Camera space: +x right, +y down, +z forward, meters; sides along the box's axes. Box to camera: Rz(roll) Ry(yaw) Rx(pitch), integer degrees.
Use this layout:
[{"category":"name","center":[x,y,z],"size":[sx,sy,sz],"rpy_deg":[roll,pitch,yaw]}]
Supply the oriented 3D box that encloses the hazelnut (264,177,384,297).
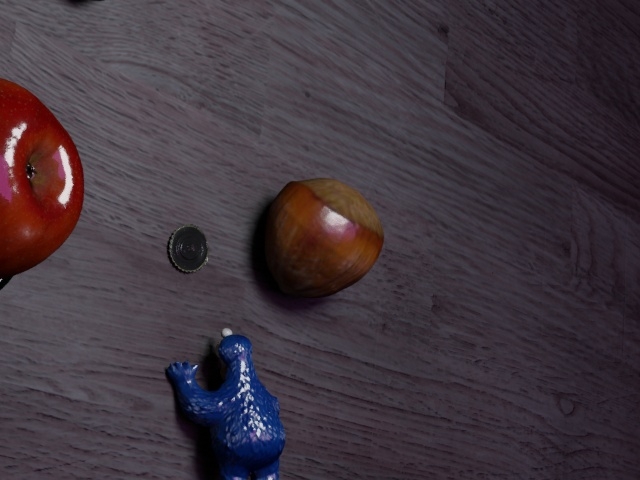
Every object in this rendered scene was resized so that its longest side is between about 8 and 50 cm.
[{"category":"hazelnut","center":[0.000,0.000,2.107],"size":[0.214,0.176,0.214],"rpy_deg":[-9,109,-28]}]

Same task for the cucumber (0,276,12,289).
[{"category":"cucumber","center":[-0.411,0.018,1.734],"size":[0.036,0.033,0.184],"rpy_deg":[41,49,-5]}]

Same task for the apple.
[{"category":"apple","center":[-0.421,-0.077,1.588],"size":[0.260,0.216,0.260],"rpy_deg":[14,73,-58]}]

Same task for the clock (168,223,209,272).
[{"category":"clock","center":[-0.205,0.013,1.987],"size":[0.083,0.010,0.074],"rpy_deg":[-25,102,-49]}]

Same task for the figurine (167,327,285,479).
[{"category":"figurine","center":[-0.118,0.265,1.951],"size":[0.164,0.120,0.262],"rpy_deg":[-19,94,-46]}]
